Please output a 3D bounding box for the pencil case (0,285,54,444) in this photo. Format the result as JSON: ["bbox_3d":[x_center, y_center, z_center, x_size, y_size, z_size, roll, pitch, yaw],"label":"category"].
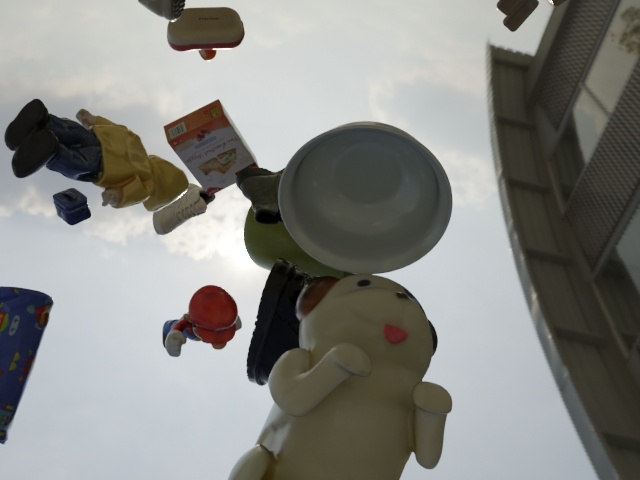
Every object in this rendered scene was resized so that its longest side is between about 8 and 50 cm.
[{"bbox_3d":[-0.618,0.230,1.366,0.133,0.119,0.306,15,-109,-7],"label":"pencil case"}]

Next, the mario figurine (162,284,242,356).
[{"bbox_3d":[-0.282,0.226,1.728,0.170,0.320,0.198,35,-116,-13],"label":"mario figurine"}]

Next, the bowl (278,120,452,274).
[{"bbox_3d":[0.082,-0.095,1.266,0.297,0.298,0.134,15,-146,-1],"label":"bowl"}]

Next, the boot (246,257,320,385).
[{"bbox_3d":[0.002,0.204,1.372,0.260,0.348,0.131,21,-132,5],"label":"boot"}]

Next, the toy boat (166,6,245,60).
[{"bbox_3d":[-0.346,-0.609,2.157,0.230,0.151,0.151,-5,-125,-11],"label":"toy boat"}]

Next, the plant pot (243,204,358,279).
[{"bbox_3d":[0.000,0.000,1.819,0.274,0.275,0.293,-14,-150,-41],"label":"plant pot"}]

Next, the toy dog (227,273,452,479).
[{"bbox_3d":[0.048,0.248,1.041,0.284,0.395,0.408,19,-107,0],"label":"toy dog"}]

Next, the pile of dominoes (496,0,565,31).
[{"bbox_3d":[0.308,-0.448,1.022,0.251,0.195,0.040,48,-166,-41],"label":"pile of dominoes"}]

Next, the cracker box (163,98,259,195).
[{"bbox_3d":[-0.268,-0.228,1.797,0.155,0.232,0.067,-26,-126,5],"label":"cracker box"}]

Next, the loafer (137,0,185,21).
[{"bbox_3d":[-0.306,-0.549,1.329,0.091,0.269,0.102,8,-154,5],"label":"loafer"}]

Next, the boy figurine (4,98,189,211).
[{"bbox_3d":[-0.310,-0.116,1.043,0.285,0.092,0.177,19,-141,-59],"label":"boy figurine"}]

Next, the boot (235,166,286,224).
[{"bbox_3d":[-0.065,-0.098,1.647,0.246,0.084,0.161,-8,-133,-30],"label":"boot"}]

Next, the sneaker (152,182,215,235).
[{"bbox_3d":[-0.388,-0.094,2.054,0.115,0.090,0.232,4,-142,31],"label":"sneaker"}]

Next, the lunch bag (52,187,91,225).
[{"bbox_3d":[-0.619,-0.088,1.779,0.098,0.065,0.067,28,-134,37],"label":"lunch bag"}]
